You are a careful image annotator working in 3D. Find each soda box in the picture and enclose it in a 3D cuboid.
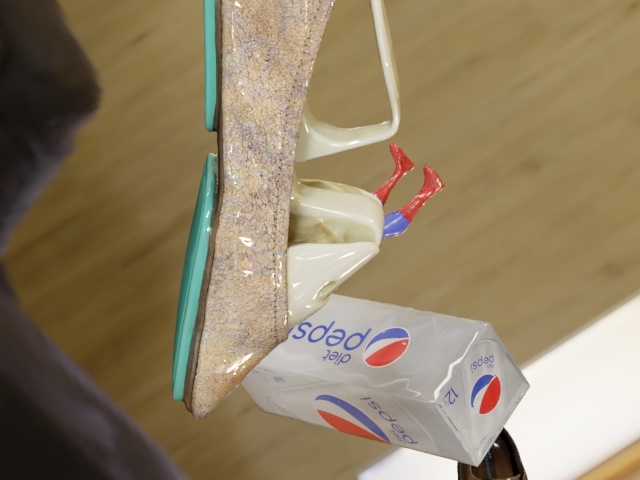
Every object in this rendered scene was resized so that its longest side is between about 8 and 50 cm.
[{"bbox_3d":[0.044,0.119,1.687,0.286,0.098,0.091,8,-38,46],"label":"soda box"}]

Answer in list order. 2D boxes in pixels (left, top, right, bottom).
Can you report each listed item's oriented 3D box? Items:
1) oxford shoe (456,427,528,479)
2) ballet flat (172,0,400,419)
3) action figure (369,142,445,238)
[{"bbox_3d":[0.193,0.299,1.994,0.096,0.083,0.227,97,-18,-57],"label":"oxford shoe"},{"bbox_3d":[-0.015,-0.040,0.944,0.107,0.106,0.316,-89,-175,-61],"label":"ballet flat"},{"bbox_3d":[0.000,0.000,2.025,0.091,0.280,0.139,35,-7,41],"label":"action figure"}]
